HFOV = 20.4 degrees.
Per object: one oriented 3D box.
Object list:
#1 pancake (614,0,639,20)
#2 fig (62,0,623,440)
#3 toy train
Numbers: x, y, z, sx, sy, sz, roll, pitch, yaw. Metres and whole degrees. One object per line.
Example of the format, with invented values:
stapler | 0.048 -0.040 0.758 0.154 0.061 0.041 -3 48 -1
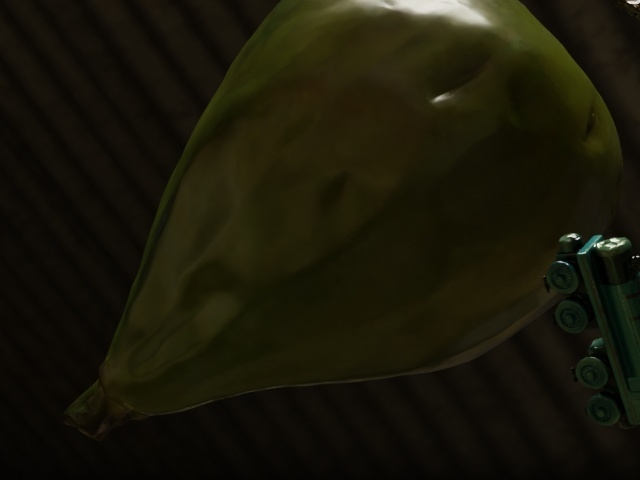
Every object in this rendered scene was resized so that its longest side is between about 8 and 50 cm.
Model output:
pancake | 0.375 -0.135 1.357 0.376 0.197 0.054 17 -32 42
fig | 0.030 -0.002 0.948 0.233 0.314 0.233 22 -13 5
toy train | 0.126 0.039 0.760 0.045 0.029 0.092 -8 -70 35
